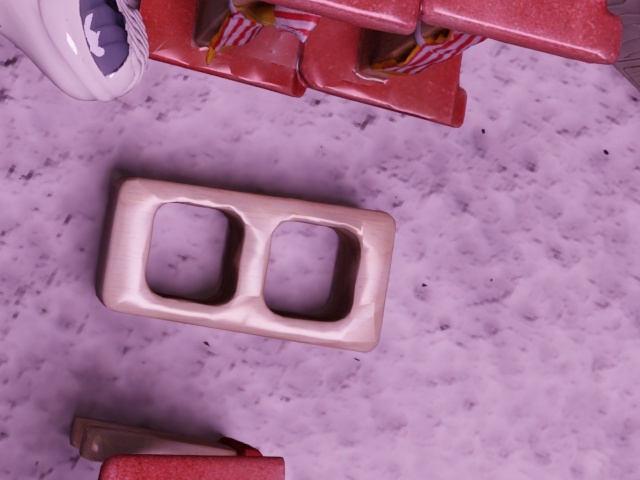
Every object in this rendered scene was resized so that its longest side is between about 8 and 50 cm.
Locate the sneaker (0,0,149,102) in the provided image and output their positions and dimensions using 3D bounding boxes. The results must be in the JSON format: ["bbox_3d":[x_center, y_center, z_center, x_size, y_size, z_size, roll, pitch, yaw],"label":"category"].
[{"bbox_3d":[-0.181,-0.111,0.737,0.153,0.094,0.235,-38,75,1],"label":"sneaker"}]

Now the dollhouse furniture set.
[{"bbox_3d":[0.000,0.000,0.738,0.152,0.201,0.374,9,87,-12],"label":"dollhouse furniture set"}]

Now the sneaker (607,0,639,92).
[{"bbox_3d":[0.197,-0.099,0.843,0.222,0.083,0.118,45,58,-22],"label":"sneaker"}]
